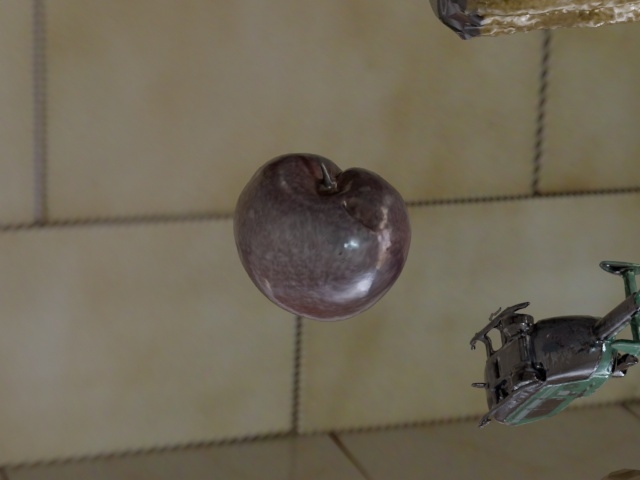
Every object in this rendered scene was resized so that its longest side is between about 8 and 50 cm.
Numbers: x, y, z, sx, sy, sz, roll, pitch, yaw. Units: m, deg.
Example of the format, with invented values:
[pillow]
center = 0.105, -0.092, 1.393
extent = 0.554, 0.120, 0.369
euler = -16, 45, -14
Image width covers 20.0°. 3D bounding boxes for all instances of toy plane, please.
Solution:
[toy plane]
center = 0.270, 0.113, 1.886
extent = 0.155, 0.382, 0.106
euler = 5, 61, -22

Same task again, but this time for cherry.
[cherry]
center = -0.004, 0.000, 1.703
extent = 0.176, 0.140, 0.176
euler = 10, 128, 13

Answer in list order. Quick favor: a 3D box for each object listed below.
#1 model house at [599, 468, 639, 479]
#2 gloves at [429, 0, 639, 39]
[model house]
center = 0.077, 0.284, 0.536
extent = 0.382, 0.342, 0.334
euler = 49, 53, -18
[gloves]
center = 0.215, -0.232, 1.046
extent = 0.356, 0.203, 0.155
euler = -22, 152, 16
